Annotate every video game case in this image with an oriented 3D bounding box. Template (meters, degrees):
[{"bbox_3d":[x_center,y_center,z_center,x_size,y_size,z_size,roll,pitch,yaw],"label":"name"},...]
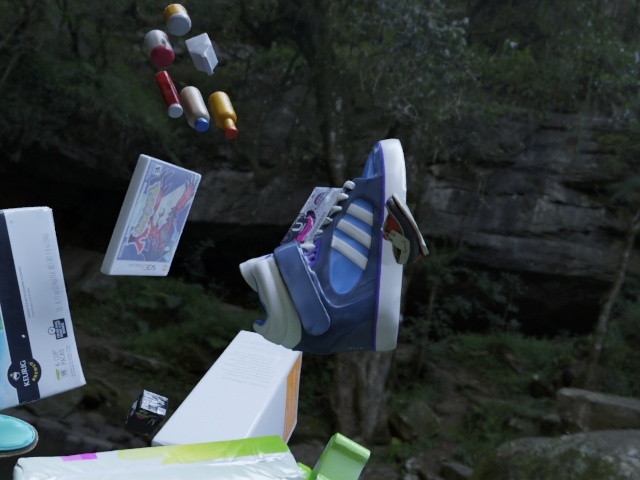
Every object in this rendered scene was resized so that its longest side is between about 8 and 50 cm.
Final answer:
[{"bbox_3d":[-0.286,-0.035,1.096,0.023,0.201,0.183,20,2,16],"label":"video game case"}]

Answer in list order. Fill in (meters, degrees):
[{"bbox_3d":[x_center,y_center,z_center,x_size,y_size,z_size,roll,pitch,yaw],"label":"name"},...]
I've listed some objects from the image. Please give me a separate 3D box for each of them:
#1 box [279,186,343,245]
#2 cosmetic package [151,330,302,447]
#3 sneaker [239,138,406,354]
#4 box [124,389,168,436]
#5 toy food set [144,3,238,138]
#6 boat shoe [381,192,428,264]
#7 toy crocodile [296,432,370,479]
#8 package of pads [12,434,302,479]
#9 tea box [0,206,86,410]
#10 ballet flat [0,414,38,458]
[{"bbox_3d":[0.010,-0.033,2.087,0.142,0.247,0.163,7,-31,47],"label":"box"},{"bbox_3d":[-0.173,0.390,1.304,0.161,0.230,0.453,9,19,11],"label":"cosmetic package"},{"bbox_3d":[0.000,0.001,0.915,0.236,0.323,0.130,3,-16,6],"label":"sneaker"},{"bbox_3d":[-0.385,0.382,1.404,0.062,0.052,0.083,29,-60,-23],"label":"box"},{"bbox_3d":[-0.221,-0.271,1.085,0.111,0.104,0.232,-22,-36,-5],"label":"toy food set"},{"bbox_3d":[0.095,-0.010,0.756,0.043,0.049,0.137,-24,-30,8],"label":"boat shoe"},{"bbox_3d":[-0.036,0.452,0.971,0.115,0.340,0.105,34,2,-2],"label":"toy crocodile"},{"bbox_3d":[-0.178,0.343,0.686,0.296,0.229,0.101,4,15,-29],"label":"package of pads"},{"bbox_3d":[-0.623,0.134,1.083,0.323,0.329,0.220,-12,-2,-41],"label":"tea box"},{"bbox_3d":[-0.511,0.282,0.899,0.206,0.073,0.067,14,-57,-15],"label":"ballet flat"}]
